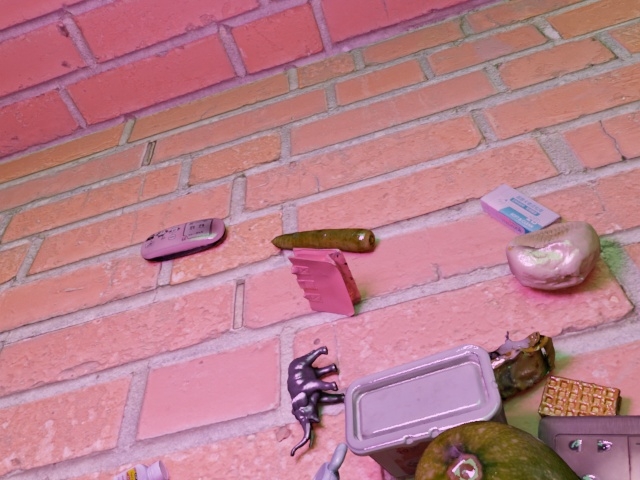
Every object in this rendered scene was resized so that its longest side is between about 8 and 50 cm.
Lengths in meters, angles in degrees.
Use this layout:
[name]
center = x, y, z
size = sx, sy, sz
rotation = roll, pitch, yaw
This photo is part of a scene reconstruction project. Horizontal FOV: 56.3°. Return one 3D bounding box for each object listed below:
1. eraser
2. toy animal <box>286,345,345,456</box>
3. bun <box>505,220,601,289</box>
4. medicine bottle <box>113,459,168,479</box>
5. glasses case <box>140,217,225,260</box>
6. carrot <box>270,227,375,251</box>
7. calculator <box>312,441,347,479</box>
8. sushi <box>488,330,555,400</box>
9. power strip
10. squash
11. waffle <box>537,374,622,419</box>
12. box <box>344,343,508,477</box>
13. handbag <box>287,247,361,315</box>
[eraser]
center = 0.566, -0.079, 1.697
size = 0.095, 0.052, 0.225
rotation = -33, 41, -10
[toy animal]
center = -0.013, 0.373, 1.425
size = 0.137, 0.082, 0.269
rotation = -17, 43, 11
[bun]
center = 0.580, 0.044, 1.488
size = 0.229, 0.145, 0.229
rotation = -20, 5, 2
[medicine bottle]
center = -0.422, 0.569, 1.406
size = 0.118, 0.055, 0.074
rotation = -26, 37, -5
[glasses case]
center = -0.478, -0.003, 2.079
size = 0.314, 0.075, 0.122
rotation = -14, 42, 10
[carrot]
center = 0.000, 0.000, 1.862
size = 0.358, 0.074, 0.074
rotation = -1, 43, 29
[calculator]
center = -0.025, 0.517, 1.122
size = 0.042, 0.184, 0.295
rotation = 31, 87, 5
[sushi]
center = 0.374, 0.275, 1.314
size = 0.291, 0.139, 0.131
rotation = -19, 31, 6
[power strip]
center = 0.524, 0.440, 1.076
size = 0.251, 0.092, 0.257
rotation = -16, 35, 36
[squash]
center = 0.262, 0.419, 0.986
size = 0.310, 0.309, 0.310
rotation = -29, 29, 18
[waffle]
center = 0.535, 0.341, 1.232
size = 0.148, 0.042, 0.102
rotation = 6, 48, 31
[box]
center = 0.226, 0.362, 1.210
size = 0.312, 0.182, 0.175
rotation = -22, 38, 18
[handbag]
center = 0.011, 0.109, 1.610
size = 0.157, 0.212, 0.059
rotation = 3, 45, 28
